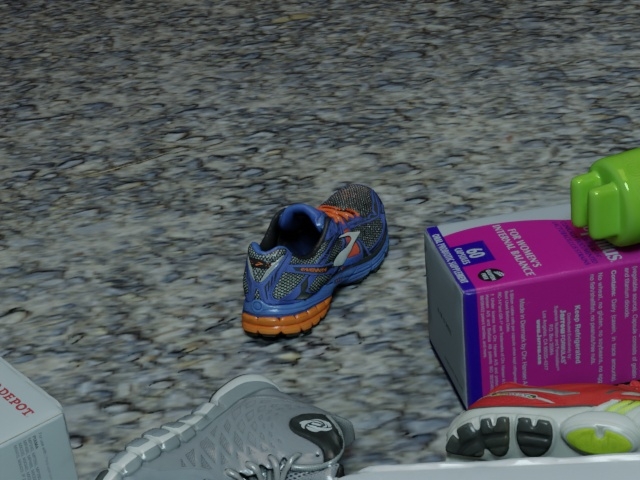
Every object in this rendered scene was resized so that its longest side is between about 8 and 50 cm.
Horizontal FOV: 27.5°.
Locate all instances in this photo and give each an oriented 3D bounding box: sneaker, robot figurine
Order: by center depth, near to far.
[{"bbox_3d":[0.222,0.130,0.849,0.279,0.107,0.118,6,21,20],"label":"sneaker"},{"bbox_3d":[-0.052,0.166,0.864,0.132,0.086,0.228,13,32,29],"label":"sneaker"},{"bbox_3d":[0.240,-0.035,0.954,0.115,0.067,0.101,-15,25,-16],"label":"robot figurine"},{"bbox_3d":[0.000,0.000,1.166,0.083,0.087,0.221,6,30,23],"label":"sneaker"}]

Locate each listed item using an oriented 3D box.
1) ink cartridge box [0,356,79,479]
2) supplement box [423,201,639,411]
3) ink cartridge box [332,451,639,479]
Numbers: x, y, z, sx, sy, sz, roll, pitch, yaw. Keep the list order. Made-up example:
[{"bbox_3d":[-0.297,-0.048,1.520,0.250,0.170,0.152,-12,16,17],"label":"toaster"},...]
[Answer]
[{"bbox_3d":[-0.280,0.163,0.934,0.175,0.072,0.127,-25,32,-31],"label":"ink cartridge box"},{"bbox_3d":[0.201,0.042,1.011,0.220,0.114,0.111,-9,27,-8],"label":"supplement box"},{"bbox_3d":[0.111,0.246,0.616,0.223,0.129,0.307,-4,27,7],"label":"ink cartridge box"}]
